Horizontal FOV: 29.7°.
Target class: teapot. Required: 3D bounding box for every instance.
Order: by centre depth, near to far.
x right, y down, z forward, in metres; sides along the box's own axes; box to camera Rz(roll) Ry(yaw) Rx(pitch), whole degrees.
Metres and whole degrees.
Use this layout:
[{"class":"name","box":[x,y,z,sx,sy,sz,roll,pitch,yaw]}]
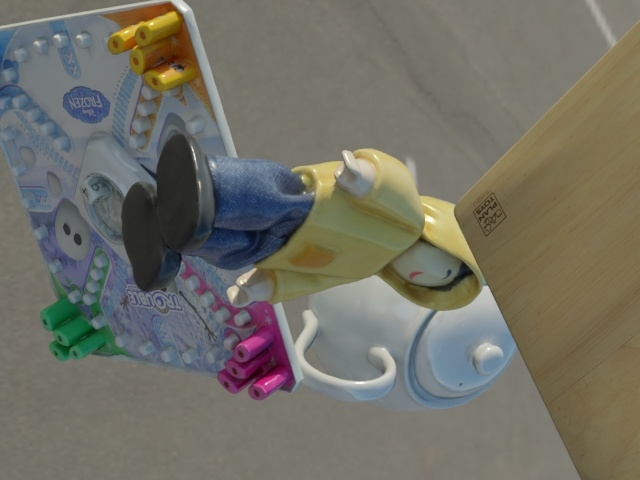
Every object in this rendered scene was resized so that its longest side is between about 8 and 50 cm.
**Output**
[{"class":"teapot","box":[0.117,0.088,1.270,0.256,0.187,0.252,-50,130,-1]}]

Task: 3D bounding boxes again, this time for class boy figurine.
[{"class":"boy figurine","box":[0.000,0.000,0.867,0.285,0.177,0.092,11,50,-38]}]

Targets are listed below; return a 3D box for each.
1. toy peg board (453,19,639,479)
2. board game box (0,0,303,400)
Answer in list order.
[{"class":"toy peg board","box":[0.159,0.004,0.491,0.079,0.161,0.160,12,44,-40]},{"class":"board game box","box":[-0.214,-0.032,1.222,0.050,0.390,0.390,-31,113,-39]}]
